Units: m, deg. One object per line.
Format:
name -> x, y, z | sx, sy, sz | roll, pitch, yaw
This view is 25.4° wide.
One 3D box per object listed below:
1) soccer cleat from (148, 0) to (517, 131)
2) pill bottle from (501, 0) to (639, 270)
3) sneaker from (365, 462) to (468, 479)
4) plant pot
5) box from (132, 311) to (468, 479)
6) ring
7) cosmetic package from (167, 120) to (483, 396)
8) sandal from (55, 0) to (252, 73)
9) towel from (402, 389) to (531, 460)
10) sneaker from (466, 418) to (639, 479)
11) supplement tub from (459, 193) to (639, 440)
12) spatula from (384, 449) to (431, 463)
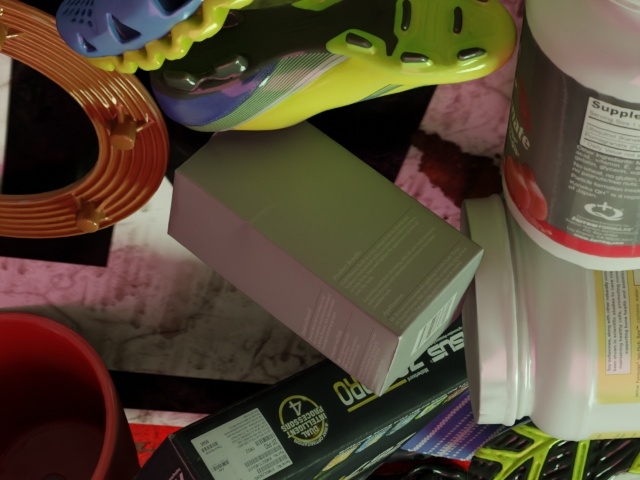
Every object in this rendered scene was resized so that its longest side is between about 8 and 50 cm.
soccer cleat -> 0.010, -0.142, 1.117 | 0.289, 0.093, 0.121 | -7, 157, 8
pill bottle -> 0.234, -0.132, 1.054 | 0.176, 0.176, 0.318 | -2, 145, 0
sneaker -> 0.085, 0.321, 1.747 | 0.227, 0.087, 0.130 | -9, 164, 5
plant pot -> -0.315, 0.243, 1.516 | 0.275, 0.275, 0.243 | -7, 154, 7
box -> -0.042, 0.226, 1.448 | 0.395, 0.097, 0.318 | -22, 163, -41
ring -> -0.292, -0.090, 1.175 | 0.336, 0.032, 0.336 | 6, 148, 4
cosmetic package -> 0.000, 0.000, 1.178 | 0.238, 0.127, 0.107 | 37, 146, 18
sandal -> -0.073, -0.231, 0.965 | 0.317, 0.126, 0.138 | -31, 123, 29
towel -> 0.264, 0.196, 1.654 | 0.336, 0.040, 0.243 | 13, 140, -22
sneaker -> 0.348, 0.205, 1.566 | 0.384, 0.145, 0.147 | -19, 171, 14
supplement tub -> 0.298, 0.055, 1.268 | 0.331, 0.241, 0.241 | -3, 145, 2
spatula -> -0.002, 0.280, 1.756 | 0.296, 0.030, 0.084 | -14, 143, 17
